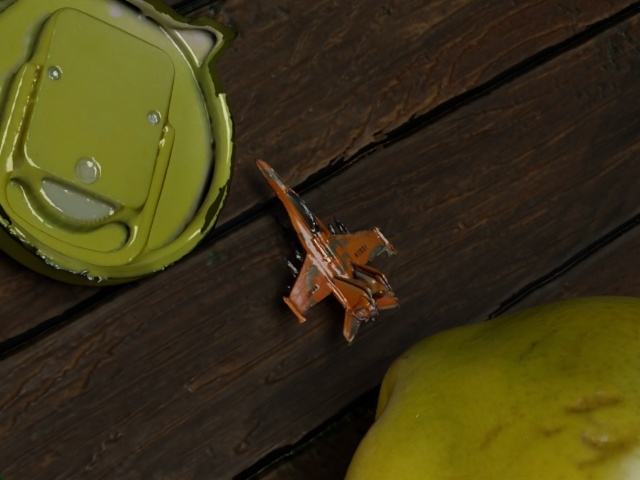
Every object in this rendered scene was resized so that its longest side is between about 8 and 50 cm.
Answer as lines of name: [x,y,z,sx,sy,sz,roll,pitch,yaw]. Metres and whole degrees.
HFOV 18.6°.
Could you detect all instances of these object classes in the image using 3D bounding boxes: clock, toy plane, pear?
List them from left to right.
clock: [-0.204,-0.100,1.695,0.277,0.071,0.293,30,61,-26]
toy plane: [-0.005,0.004,1.804,0.188,0.062,0.135,47,55,6]
pear: [0.233,0.224,1.702,0.418,0.362,0.362,15,63,4]

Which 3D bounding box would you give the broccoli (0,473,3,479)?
broccoli: [-0.340,0.195,1.392,0.270,0.270,0.270,26,59,-52]
